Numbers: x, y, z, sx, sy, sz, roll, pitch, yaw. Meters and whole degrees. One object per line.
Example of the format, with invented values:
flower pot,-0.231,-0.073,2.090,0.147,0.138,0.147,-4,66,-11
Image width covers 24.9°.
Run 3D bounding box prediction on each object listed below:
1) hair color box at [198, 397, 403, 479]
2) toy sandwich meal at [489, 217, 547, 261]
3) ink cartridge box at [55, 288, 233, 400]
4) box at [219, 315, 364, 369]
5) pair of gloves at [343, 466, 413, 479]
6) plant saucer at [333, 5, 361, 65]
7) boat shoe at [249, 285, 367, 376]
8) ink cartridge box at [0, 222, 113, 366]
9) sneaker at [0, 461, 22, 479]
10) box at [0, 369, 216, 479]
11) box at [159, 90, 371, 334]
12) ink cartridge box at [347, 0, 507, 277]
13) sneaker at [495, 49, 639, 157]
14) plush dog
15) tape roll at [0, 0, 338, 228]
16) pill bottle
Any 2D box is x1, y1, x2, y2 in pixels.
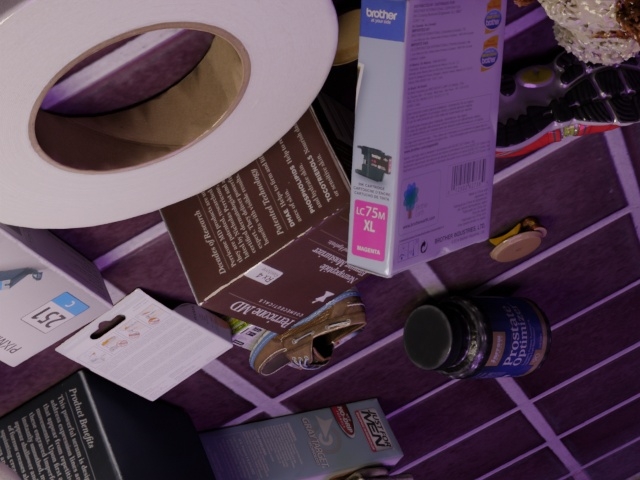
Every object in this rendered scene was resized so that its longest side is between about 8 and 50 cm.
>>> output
hair color box,-0.077,0.368,2.269,0.374,0.114,0.185,-8,148,-33
toy sandwich meal,0.271,-0.001,1.999,0.085,0.029,0.085,-18,156,-8
ink cartridge box,-0.220,0.121,1.798,0.145,0.045,0.179,-35,134,20
box,-0.036,0.113,1.925,0.114,0.036,0.207,-33,153,15
pair of gloves,0.017,0.434,2.298,0.240,0.042,0.204,-34,153,18
plant saucer,0.026,-0.205,1.424,0.083,0.015,0.083,-21,154,-11
boat shoe,-0.017,0.129,1.852,0.183,0.066,0.066,-40,150,26
ink cartridge box,-0.393,0.065,1.495,0.261,0.066,0.296,-30,154,7
sneaker,-0.433,0.208,1.550,0.270,0.090,0.145,21,125,-8
box,-0.367,0.382,1.931,0.395,0.212,0.293,-31,153,11
box,-0.034,-0.034,1.511,0.203,0.167,0.168,-35,152,18
ink cartridge box,0.106,-0.136,1.393,0.186,0.065,0.311,-17,117,-51
sneaker,0.263,-0.156,1.663,0.279,0.107,0.118,-13,169,-18
plush dog,0.311,-0.250,1.410,0.225,0.262,0.211,-14,120,-42
tape roll,-0.170,-0.150,1.293,0.392,0.072,0.392,-20,153,-10
pill bottle,0.227,0.141,2.110,0.219,0.123,0.123,3,142,-45
